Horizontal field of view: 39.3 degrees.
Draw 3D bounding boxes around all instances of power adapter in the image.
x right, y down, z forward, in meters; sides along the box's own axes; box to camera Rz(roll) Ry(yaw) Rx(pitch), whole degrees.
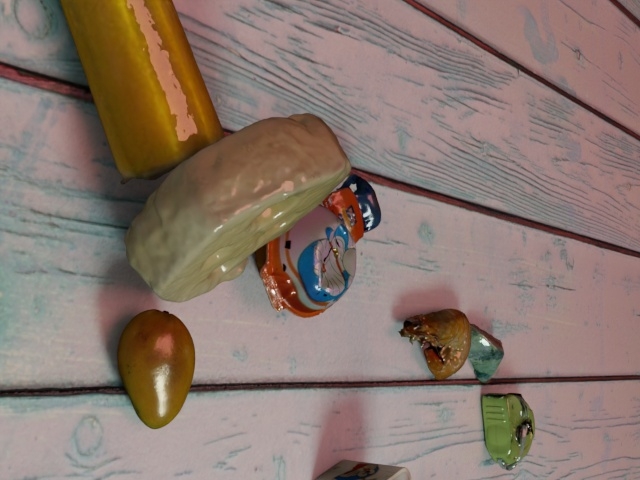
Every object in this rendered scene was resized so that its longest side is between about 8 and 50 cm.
[{"bbox_3d":[0.105,0.460,1.541,0.130,0.204,0.125,-19,102,-53],"label":"power adapter"}]

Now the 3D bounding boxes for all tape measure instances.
[{"bbox_3d":[0.438,0.432,2.070,0.154,0.087,0.178,-7,95,-53],"label":"tape measure"}]

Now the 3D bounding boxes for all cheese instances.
[{"bbox_3d":[0.000,0.000,1.500,0.329,0.129,0.217,-42,121,-46],"label":"cheese"},{"bbox_3d":[-0.108,-0.045,1.215,0.326,0.318,0.115,-32,80,-8],"label":"cheese"}]

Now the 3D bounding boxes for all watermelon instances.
[{"bbox_3d":[0.370,0.243,2.030,0.180,0.081,0.094,52,24,-44],"label":"watermelon"}]

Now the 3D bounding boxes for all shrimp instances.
[{"bbox_3d":[0.236,0.217,1.854,0.287,0.063,0.152,5,95,-53],"label":"shrimp"}]

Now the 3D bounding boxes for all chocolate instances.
[{"bbox_3d":[-0.253,-0.305,1.175,0.162,0.162,0.445,-34,112,-48],"label":"chocolate"}]

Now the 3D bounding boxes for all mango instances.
[{"bbox_3d":[-0.223,0.174,1.237,0.111,0.089,0.163,-33,124,-36],"label":"mango"}]
